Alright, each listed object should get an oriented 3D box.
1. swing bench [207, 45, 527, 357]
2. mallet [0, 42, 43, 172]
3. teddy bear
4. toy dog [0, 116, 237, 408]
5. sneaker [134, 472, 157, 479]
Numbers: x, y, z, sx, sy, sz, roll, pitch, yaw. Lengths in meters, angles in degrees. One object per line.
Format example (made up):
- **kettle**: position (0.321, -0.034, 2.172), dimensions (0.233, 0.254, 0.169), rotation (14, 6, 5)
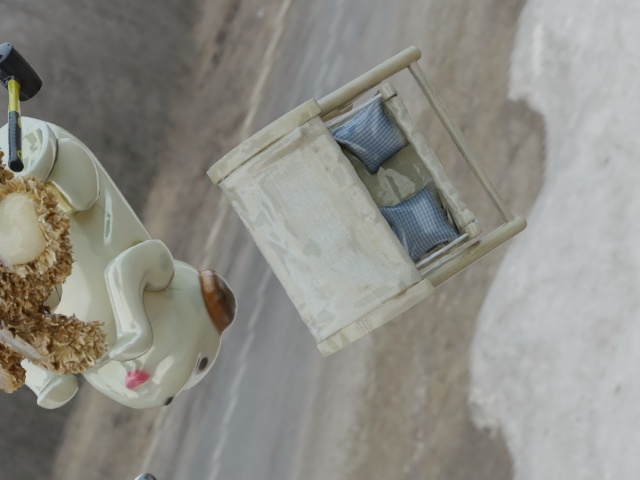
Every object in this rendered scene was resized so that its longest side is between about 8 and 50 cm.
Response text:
- **swing bench**: position (0.053, -0.045, 1.754), dimensions (0.255, 0.253, 0.165), rotation (-32, -1, -39)
- **mallet**: position (-0.318, -0.130, 1.619), dimensions (0.039, 0.062, 0.189), rotation (-28, 47, 13)
- **teddy bear**: position (-0.286, 0.009, 1.403), dimensions (0.113, 0.245, 0.338), rotation (-44, -30, -29)
- **toy dog**: position (-0.307, 0.058, 1.986), dimensions (0.284, 0.408, 0.395), rotation (-41, 23, 10)
- **sneaker**: position (-0.270, 0.462, 2.689), dimensions (0.121, 0.079, 0.217), rotation (-32, 22, 11)
